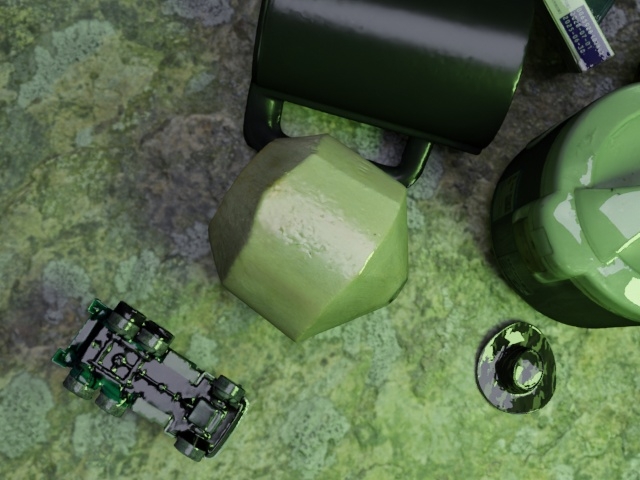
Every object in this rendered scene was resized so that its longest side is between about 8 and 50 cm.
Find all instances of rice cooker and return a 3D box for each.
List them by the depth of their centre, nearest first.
[{"bbox_3d":[0.359,-0.032,0.897,0.288,0.277,0.288,1,82,-6],"label":"rice cooker"}]

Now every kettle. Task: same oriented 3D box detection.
[{"bbox_3d":[0.074,-0.224,0.955,0.308,0.262,0.203,12,46,-3],"label":"kettle"}]

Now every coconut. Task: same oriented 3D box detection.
[{"bbox_3d":[-0.002,0.003,0.880,0.241,0.241,0.241,1,82,-7],"label":"coconut"}]

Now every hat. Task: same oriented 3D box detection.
[{"bbox_3d":[0.260,0.163,0.972,0.121,0.050,0.121,1,79,-7],"label":"hat"}]

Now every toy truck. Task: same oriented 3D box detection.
[{"bbox_3d":[-0.194,0.159,0.885,0.216,0.116,0.110,35,81,-9],"label":"toy truck"}]

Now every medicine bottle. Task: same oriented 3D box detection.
[{"bbox_3d":[0.298,-0.311,0.977,0.052,0.171,0.201,-30,93,17],"label":"medicine bottle"}]

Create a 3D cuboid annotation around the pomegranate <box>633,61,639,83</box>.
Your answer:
[{"bbox_3d":[0.558,-0.198,0.969,0.286,0.231,0.230,8,81,-6],"label":"pomegranate"}]

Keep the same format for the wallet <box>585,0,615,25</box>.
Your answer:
[{"bbox_3d":[0.361,-0.369,1.069,0.129,0.026,0.088,36,85,-3],"label":"wallet"}]
